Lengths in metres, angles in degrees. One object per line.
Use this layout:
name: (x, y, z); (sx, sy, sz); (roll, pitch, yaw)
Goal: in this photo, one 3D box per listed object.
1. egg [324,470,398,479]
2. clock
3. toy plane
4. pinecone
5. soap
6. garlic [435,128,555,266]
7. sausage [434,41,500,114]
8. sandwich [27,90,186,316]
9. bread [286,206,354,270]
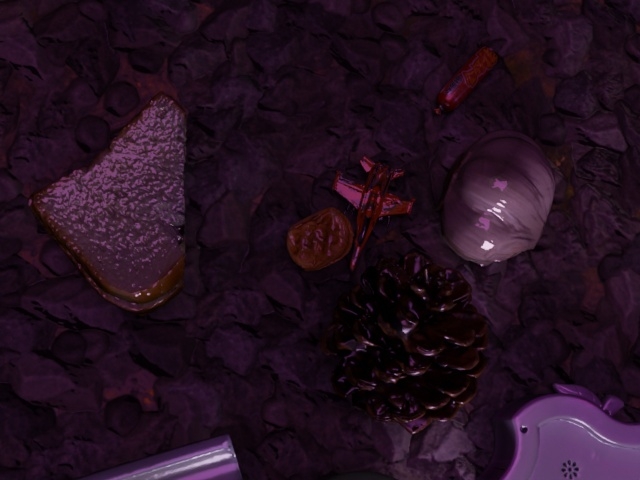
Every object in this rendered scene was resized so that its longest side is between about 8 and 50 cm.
egg: (0.038, 0.445, 1.232); (0.220, 0.220, 0.269); (41, 82, 3)
clock: (0.402, 0.380, 1.355); (0.338, 0.102, 0.338); (2, 77, -7)
toy plane: (0.074, -0.040, 1.435); (0.135, 0.062, 0.188); (17, 90, -3)
pinecone: (0.124, 0.133, 1.310); (0.243, 0.243, 0.257); (-1, 110, -7)
soap: (-0.253, 0.349, 1.242); (0.289, 0.173, 0.095); (-15, 79, -10)
garlic: (0.291, -0.079, 1.426); (0.178, 0.143, 0.229); (24, 67, 0)
sausage: (0.236, -0.264, 1.507); (0.145, 0.048, 0.050); (-47, 125, -13)
sandwich: (-0.259, -0.051, 1.369); (0.254, 0.099, 0.288); (43, 76, 10)
bread: (0.000, 0.000, 1.402); (0.111, 0.044, 0.083); (-28, 84, 16)
